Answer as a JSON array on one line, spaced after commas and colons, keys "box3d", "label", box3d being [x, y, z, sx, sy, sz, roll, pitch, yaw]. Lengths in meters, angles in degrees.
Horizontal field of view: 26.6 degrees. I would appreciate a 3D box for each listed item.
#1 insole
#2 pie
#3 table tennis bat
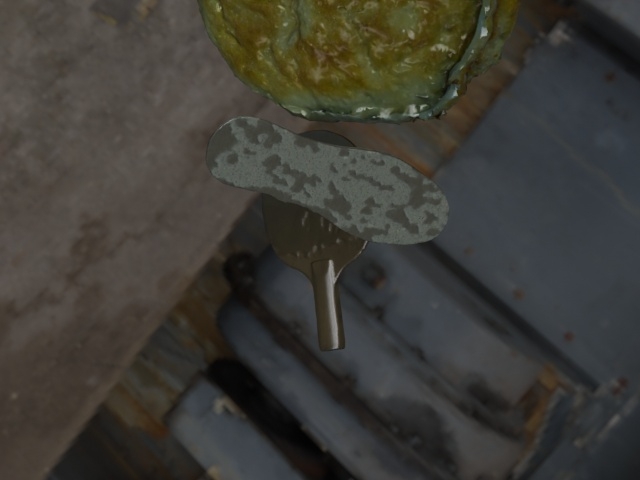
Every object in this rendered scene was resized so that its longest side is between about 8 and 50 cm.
[{"box3d": [0.009, -0.039, 0.921, 0.193, 0.006, 0.065, 17, 113, -28], "label": "insole"}, {"box3d": [0.021, -0.330, 1.490, 0.180, 0.418, 0.395, -48, 157, -59], "label": "pie"}, {"box3d": [0.000, 0.000, 1.434, 0.022, 0.131, 0.234, 2, 82, -63], "label": "table tennis bat"}]
